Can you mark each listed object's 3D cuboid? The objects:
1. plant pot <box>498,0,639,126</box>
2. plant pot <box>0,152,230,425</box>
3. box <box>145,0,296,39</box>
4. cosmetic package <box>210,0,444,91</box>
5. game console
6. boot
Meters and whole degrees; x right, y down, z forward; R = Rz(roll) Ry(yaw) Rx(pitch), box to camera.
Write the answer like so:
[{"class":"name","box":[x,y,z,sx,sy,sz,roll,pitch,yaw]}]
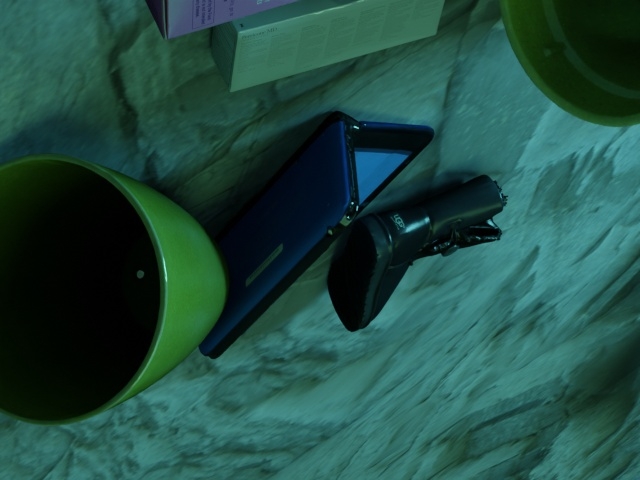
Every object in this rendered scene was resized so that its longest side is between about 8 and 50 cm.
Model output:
[{"class":"plant pot","box":[0.372,-0.282,1.795,0.254,0.276,0.276,-20,155,-39]},{"class":"plant pot","box":[-0.219,0.048,1.842,0.275,0.274,0.293,-37,167,19]},{"class":"box","box":[-0.054,-0.306,1.378,0.243,0.213,0.117,-20,152,-15]},{"class":"cosmetic package","box":[0.010,-0.231,1.735,0.239,0.060,0.099,-17,153,-19]},{"class":"game console","box":[0.000,0.000,2.025,0.173,0.250,0.293,26,126,-26]},{"class":"boot","box":[0.130,0.018,2.242,0.207,0.094,0.246,-17,154,-22]}]
